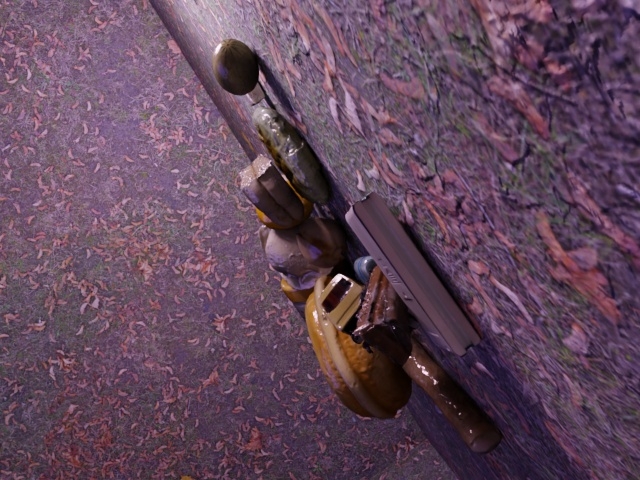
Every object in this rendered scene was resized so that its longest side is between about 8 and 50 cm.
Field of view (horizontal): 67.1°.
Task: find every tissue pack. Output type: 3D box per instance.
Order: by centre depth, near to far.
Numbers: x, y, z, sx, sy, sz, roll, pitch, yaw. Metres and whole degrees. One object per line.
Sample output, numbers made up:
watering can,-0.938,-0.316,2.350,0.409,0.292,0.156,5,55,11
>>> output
tissue pack,-0.169,-0.368,1.193,0.062,0.042,0.083,60,174,-14

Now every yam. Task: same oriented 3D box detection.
yam,0.282,0.351,1.128,0.081,0.081,0.356,60,174,-31

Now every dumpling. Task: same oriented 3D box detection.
dumpling,-0.086,0.052,1.529,0.243,0.175,0.226,-137,47,-59

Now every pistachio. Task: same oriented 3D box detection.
pistachio,0.000,0.000,1.325,0.143,0.144,0.215,59,172,-21

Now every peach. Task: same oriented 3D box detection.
peach,-0.109,-0.109,1.462,0.179,0.179,0.103,52,164,47

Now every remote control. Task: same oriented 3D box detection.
remote control,0.142,0.052,0.765,0.277,0.056,0.103,54,175,2

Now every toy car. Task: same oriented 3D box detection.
toy car,0.108,0.158,1.033,0.124,0.101,0.257,42,-173,39

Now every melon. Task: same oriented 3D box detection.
melon,-0.180,-0.365,1.019,0.098,0.098,0.130,55,178,20

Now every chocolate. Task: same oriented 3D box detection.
chocolate,0.120,0.113,0.842,0.102,0.065,0.329,42,-164,-1

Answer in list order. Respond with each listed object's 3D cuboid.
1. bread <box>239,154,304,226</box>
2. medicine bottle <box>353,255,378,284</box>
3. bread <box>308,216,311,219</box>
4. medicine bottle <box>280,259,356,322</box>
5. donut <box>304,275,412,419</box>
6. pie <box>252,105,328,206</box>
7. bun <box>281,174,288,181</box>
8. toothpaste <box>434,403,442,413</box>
bread,-0.128,-0.126,1.280,0.183,0.102,0.337,53,-178,-18
medicine bottle,0.118,0.079,1.140,0.090,0.054,0.208,53,174,0
bread,-0.043,-0.045,1.885,0.286,0.056,0.207,59,178,-20
medicine bottle,0.016,0.183,1.698,0.231,0.238,0.238,58,175,-17
donut,0.109,0.299,1.394,0.448,0.198,0.449,56,-167,-20
pie,-0.073,-0.199,1.183,0.306,0.071,0.306,57,176,6
bun,-0.114,-0.136,1.622,0.173,0.120,0.172,2,-90,-81
toothpaste,0.317,0.396,1.294,0.071,0.045,0.193,51,166,47
